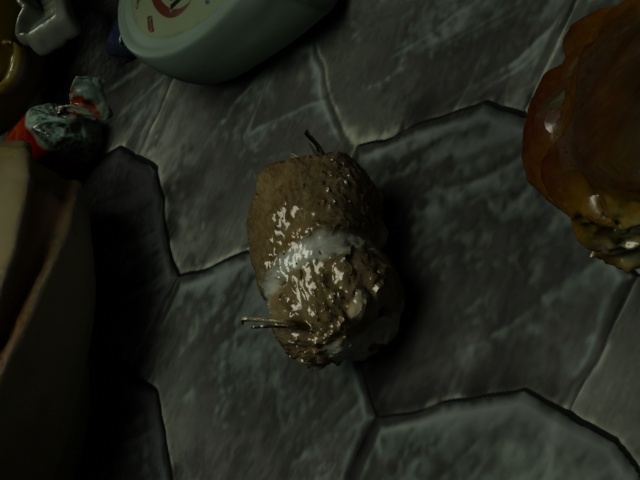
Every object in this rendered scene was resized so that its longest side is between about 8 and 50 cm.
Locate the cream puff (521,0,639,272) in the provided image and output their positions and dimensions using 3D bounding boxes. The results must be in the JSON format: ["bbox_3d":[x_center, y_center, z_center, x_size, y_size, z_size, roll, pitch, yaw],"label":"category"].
[{"bbox_3d":[0.228,-0.074,0.900,0.241,0.155,0.269,-53,36,19],"label":"cream puff"}]

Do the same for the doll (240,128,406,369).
[{"bbox_3d":[0.002,-0.006,1.213,0.105,0.115,0.221,-48,32,42],"label":"doll"}]

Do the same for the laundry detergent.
[{"bbox_3d":[-0.098,-0.241,1.467,0.280,0.105,0.215,-22,56,47],"label":"laundry detergent"}]

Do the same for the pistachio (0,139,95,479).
[{"bbox_3d":[-0.337,0.114,1.466,0.365,0.281,0.445,-39,29,47],"label":"pistachio"}]

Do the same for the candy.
[{"bbox_3d":[-0.292,-0.066,1.645,0.292,0.086,0.059,-45,51,28],"label":"candy"}]

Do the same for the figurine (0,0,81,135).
[{"bbox_3d":[-0.344,-0.238,1.737,0.342,0.167,0.285,-33,35,67],"label":"figurine"}]
